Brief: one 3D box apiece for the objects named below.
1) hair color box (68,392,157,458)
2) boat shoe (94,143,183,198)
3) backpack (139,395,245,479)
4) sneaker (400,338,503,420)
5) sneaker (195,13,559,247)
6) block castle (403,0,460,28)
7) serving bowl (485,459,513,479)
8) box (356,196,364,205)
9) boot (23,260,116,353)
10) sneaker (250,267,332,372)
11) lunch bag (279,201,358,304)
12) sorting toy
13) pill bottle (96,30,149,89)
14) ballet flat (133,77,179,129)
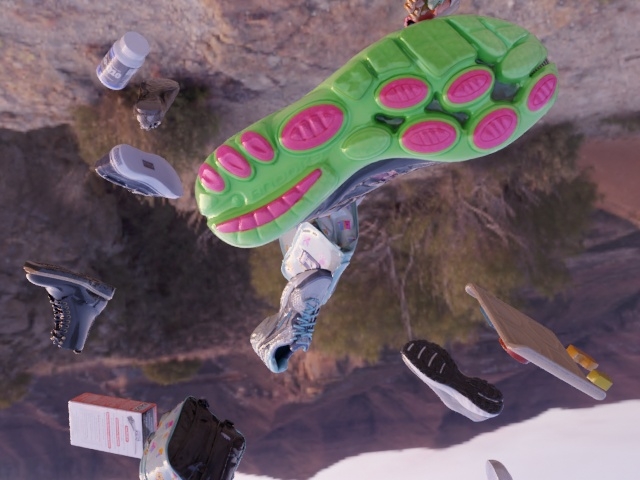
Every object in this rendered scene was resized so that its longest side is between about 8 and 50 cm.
[{"bbox_3d":[-0.398,0.354,1.339,0.167,0.093,0.053,4,-170,21],"label":"hair color box"},{"bbox_3d":[-0.349,-0.121,1.342,0.076,0.080,0.228,-20,168,15],"label":"boat shoe"},{"bbox_3d":[-0.237,0.399,1.248,0.144,0.166,0.188,-39,-163,15],"label":"backpack"},{"bbox_3d":[0.302,0.345,1.679,0.100,0.271,0.108,-47,171,-39],"label":"sneaker"},{"bbox_3d":[0.064,-0.150,0.913,0.483,0.185,0.202,-21,-172,10],"label":"sneaker"},{"bbox_3d":[0.226,-0.738,1.780,0.213,0.303,0.453,-40,164,-14],"label":"block castle"},{"bbox_3d":[0.278,0.373,1.060,0.027,0.083,0.083,-12,169,-3],"label":"serving bowl"},{"bbox_3d":[0.053,-0.204,1.862,0.119,0.181,0.182,-10,-147,44],"label":"box"},{"bbox_3d":[-0.439,0.118,1.181,0.077,0.137,0.198,19,171,29],"label":"boot"},{"bbox_3d":[-0.045,0.189,1.604,0.110,0.122,0.283,14,120,-39],"label":"sneaker"},{"bbox_3d":[0.000,0.000,1.712,0.160,0.262,0.223,6,139,-21],"label":"lunch bag"},{"bbox_3d":[0.402,0.200,1.232,0.307,0.041,0.229,30,-165,-21],"label":"sorting toy"},{"bbox_3d":[-0.458,-0.419,1.622,0.078,0.078,0.137,4,153,-42],"label":"pill bottle"},{"bbox_3d":[-0.361,-0.302,1.529,0.084,0.058,0.250,4,-150,-6],"label":"ballet flat"}]
